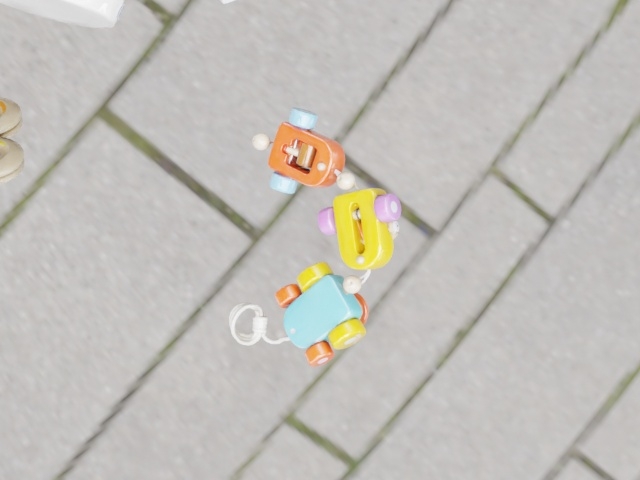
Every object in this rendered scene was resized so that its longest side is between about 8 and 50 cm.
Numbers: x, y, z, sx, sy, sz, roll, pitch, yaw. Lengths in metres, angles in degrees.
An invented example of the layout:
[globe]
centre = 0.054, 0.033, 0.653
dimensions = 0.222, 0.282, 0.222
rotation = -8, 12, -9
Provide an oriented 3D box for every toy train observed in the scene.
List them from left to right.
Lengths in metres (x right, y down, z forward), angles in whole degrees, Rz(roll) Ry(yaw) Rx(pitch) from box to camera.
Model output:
[toy train]
centre = 0.000, 0.000, 1.282
dimensions = 0.046, 0.125, 0.166
rotation = 2, 105, -55

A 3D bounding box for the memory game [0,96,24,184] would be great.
[memory game]
centre = -0.230, -0.040, 0.887
dimensions = 0.186, 0.186, 0.012
rotation = -17, 126, -20

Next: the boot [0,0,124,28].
[boot]
centre = -0.177, -0.172, 0.933
dimensions = 0.190, 0.069, 0.086
rotation = 16, 81, -36

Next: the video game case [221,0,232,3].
[video game case]
centre = -0.053, -0.282, 1.773
dimensions = 0.087, 0.011, 0.122
rotation = -23, 146, -24
